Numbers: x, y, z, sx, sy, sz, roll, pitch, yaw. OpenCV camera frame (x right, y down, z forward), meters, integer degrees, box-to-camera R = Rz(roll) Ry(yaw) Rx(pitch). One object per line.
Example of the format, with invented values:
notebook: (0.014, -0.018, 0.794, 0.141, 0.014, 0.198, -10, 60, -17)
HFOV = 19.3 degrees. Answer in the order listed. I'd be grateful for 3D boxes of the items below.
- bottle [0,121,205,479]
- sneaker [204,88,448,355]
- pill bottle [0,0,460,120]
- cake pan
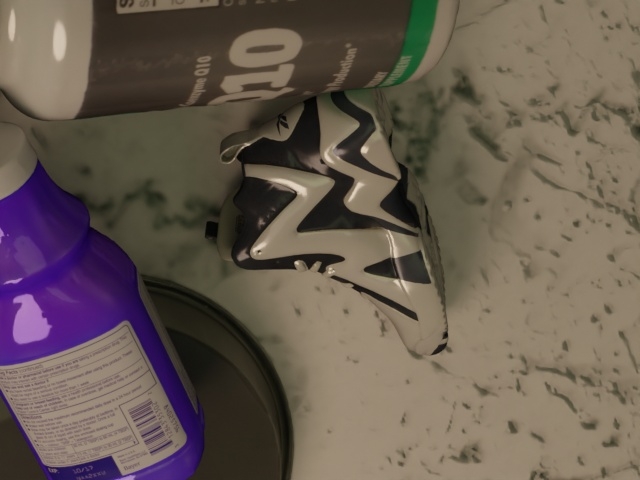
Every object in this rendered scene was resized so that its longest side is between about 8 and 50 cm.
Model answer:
bottle: (-0.171, 0.052, 1.240, 0.118, 0.092, 0.283, -19, 125, 5)
sneaker: (0.000, 0.000, 1.369, 0.153, 0.094, 0.235, -14, 131, 11)
pill bottle: (-0.108, -0.184, 1.204, 0.361, 0.204, 0.204, -7, 107, -19)
cake pan: (-0.158, 0.171, 1.390, 0.293, 0.054, 0.293, -3, 105, -12)
